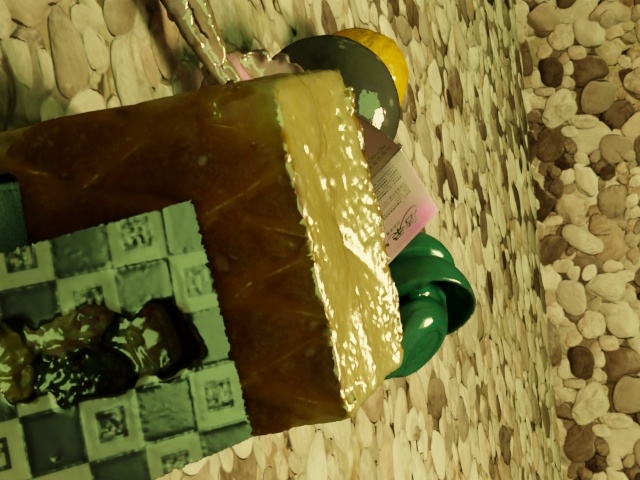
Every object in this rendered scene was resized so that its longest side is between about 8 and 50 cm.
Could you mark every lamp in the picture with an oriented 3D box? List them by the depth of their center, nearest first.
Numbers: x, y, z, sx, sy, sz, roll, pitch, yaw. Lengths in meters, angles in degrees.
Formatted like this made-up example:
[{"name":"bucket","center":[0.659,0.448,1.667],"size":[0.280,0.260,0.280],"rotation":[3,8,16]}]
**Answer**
[{"name":"lamp","center":[0.008,-0.138,1.567],"size":[0.314,0.182,0.181],"rotation":[88,1,-71]}]

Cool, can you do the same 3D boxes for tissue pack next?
[{"name":"tissue pack","center":[0.000,0.000,1.351],"size":[0.246,0.092,0.148],"rotation":[-46,144,-7]}]

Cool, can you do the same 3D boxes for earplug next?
[{"name":"earplug","center":[0.111,0.087,1.788],"size":[0.257,0.164,0.280],"rotation":[23,39,-25]}]

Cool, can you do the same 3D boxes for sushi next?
[{"name":"sushi","center":[-0.172,0.090,0.882],"size":[0.215,0.050,0.192],"rotation":[-17,98,-30]}]

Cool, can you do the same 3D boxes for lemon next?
[{"name":"lemon","center":[0.054,-0.226,1.715],"size":[0.187,0.142,0.142],"rotation":[-52,131,-74]}]

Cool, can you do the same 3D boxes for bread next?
[{"name":"bread","center":[-0.096,0.013,1.025],"size":[0.207,0.279,0.279],"rotation":[-26,108,-67]}]

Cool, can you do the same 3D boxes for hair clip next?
[{"name":"hair clip","center":[-0.098,-0.174,1.332],"size":[0.173,0.069,0.300],"rotation":[-43,118,-21]}]

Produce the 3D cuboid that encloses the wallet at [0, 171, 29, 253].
[{"name":"wallet","center":[-0.246,0.146,0.885],"size":[0.191,0.046,0.379],"rotation":[-24,106,-66]}]
